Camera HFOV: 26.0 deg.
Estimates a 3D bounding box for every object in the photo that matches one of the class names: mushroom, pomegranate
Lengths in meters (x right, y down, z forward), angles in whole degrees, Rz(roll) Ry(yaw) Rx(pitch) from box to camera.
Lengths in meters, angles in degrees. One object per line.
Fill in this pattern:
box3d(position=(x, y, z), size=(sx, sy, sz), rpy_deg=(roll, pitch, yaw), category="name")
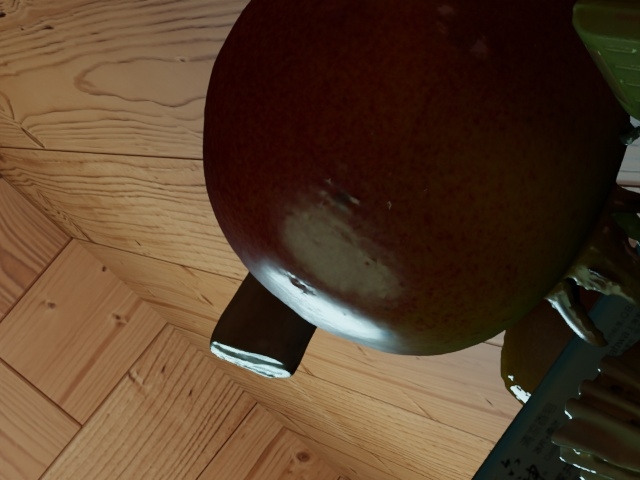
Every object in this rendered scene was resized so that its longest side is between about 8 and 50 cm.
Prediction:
box3d(position=(0.000, 0.000, 0.962), size=(0.207, 0.215, 0.207), rpy_deg=(28, 160, 11), category="mushroom")
box3d(position=(0.064, -0.038, 0.705), size=(0.257, 0.221, 0.221), rpy_deg=(29, 165, 5), category="pomegranate")

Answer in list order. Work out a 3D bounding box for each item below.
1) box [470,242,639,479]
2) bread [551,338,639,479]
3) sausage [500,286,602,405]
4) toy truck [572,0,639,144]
box3d(position=(0.197, 0.120, 0.801), size=(0.143, 0.232, 0.083), rpy_deg=(29, 167, 32), category="box")
box3d(position=(0.232, 0.083, 0.646), size=(0.192, 0.210, 0.110), rpy_deg=(45, 169, -24), category="bread")
box3d(position=(0.241, 0.112, 0.932), size=(0.274, 0.105, 0.105), rpy_deg=(27, 162, 36), category="sausage")
box3d(position=(0.172, -0.074, 0.523), size=(0.169, 0.100, 0.077), rpy_deg=(20, 155, 50), category="toy truck")
